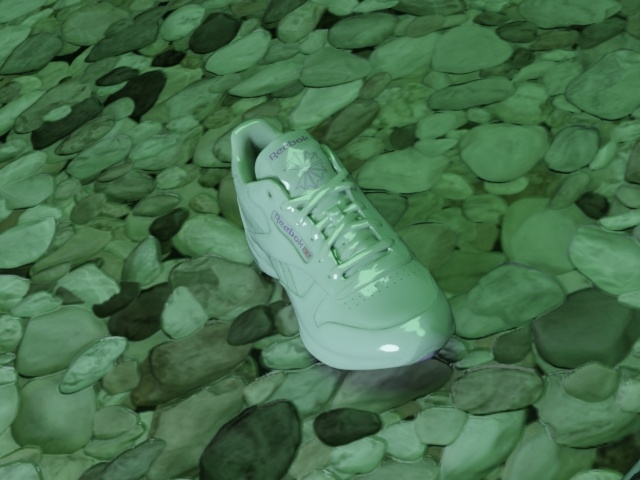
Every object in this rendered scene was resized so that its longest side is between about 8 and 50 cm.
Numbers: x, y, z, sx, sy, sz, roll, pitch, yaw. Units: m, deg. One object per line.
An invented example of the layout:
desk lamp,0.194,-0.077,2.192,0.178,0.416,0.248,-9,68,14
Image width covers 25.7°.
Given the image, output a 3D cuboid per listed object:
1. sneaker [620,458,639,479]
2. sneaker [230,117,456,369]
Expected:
sneaker,0.220,0.175,0.897,0.271,0.108,0.100,-34,41,-15
sneaker,0.000,0.000,1.180,0.114,0.152,0.305,-30,39,-15
